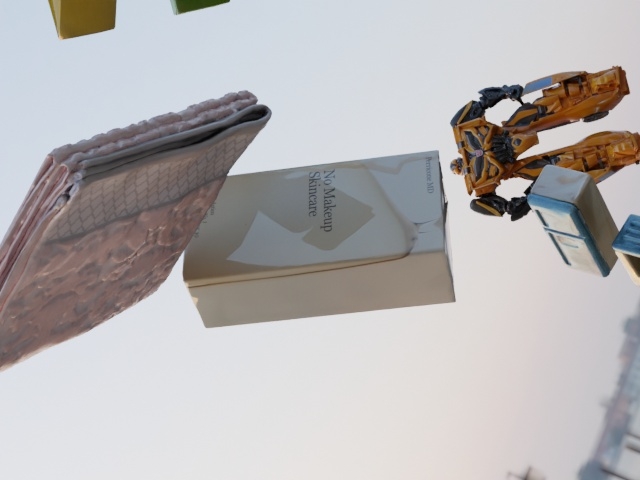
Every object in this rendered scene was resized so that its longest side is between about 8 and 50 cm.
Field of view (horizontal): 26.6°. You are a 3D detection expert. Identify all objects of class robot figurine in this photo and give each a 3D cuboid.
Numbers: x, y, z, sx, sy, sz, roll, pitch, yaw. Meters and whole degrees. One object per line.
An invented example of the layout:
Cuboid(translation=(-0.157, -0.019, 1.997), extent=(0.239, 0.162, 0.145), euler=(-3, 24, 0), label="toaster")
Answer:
Cuboid(translation=(0.324, -0.150, 2.008), extent=(0.085, 0.291, 0.211), euler=(13, -118, -67), label="robot figurine")

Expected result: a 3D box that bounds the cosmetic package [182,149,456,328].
Cuboid(translation=(0.000, 0.000, 1.621), extent=(0.113, 0.309, 0.160), euler=(71, -166, -52), label="cosmetic package")

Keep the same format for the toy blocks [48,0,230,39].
Cuboid(translation=(-0.081, -0.272, 0.941), extent=(0.381, 0.261, 0.191), euler=(-18, -83, -28), label="toy blocks")

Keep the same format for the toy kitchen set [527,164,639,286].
Cuboid(translation=(0.274, 0.048, 1.240), extent=(0.166, 0.207, 0.122), euler=(-57, -42, -19), label="toy kitchen set")

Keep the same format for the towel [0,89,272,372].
Cuboid(translation=(-0.217, -0.003, 1.401), extent=(0.332, 0.053, 0.317), euler=(-27, -22, -54), label="towel")
